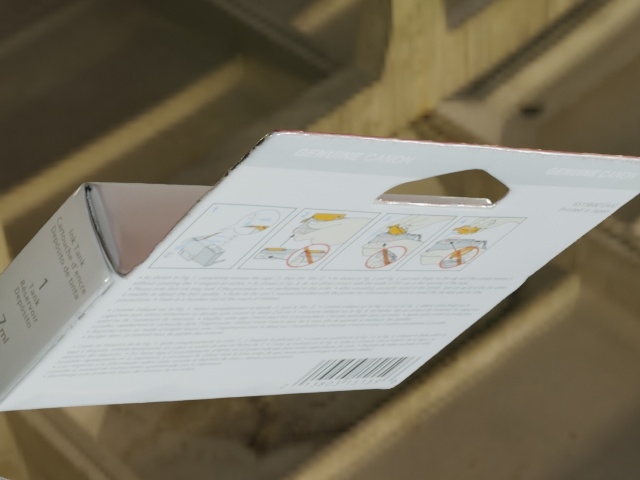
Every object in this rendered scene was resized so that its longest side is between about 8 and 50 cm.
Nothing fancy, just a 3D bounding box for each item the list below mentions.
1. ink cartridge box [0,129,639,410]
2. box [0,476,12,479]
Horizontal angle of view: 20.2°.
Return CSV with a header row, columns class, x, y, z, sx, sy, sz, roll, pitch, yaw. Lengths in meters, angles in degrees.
class,x,y,z,sx,sy,sz,roll,pitch,yaw
ink cartridge box,0.000,0.000,0.878,0.275,0.239,0.060,1,-124,-43
box,-0.056,0.176,0.485,0.119,0.181,0.182,10,-109,41
